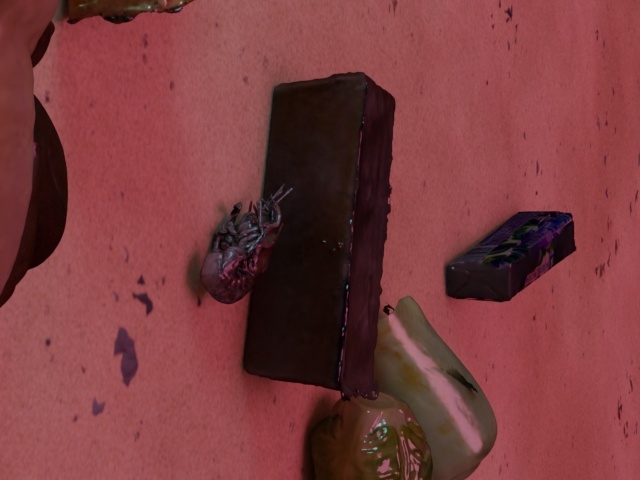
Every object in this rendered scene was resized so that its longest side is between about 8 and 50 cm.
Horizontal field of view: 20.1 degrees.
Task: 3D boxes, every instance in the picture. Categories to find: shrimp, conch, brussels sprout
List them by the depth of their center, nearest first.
[{"bbox_3d":[-0.068,-0.003,1.686,0.065,0.056,0.165,62,34,-37],"label":"shrimp"},{"bbox_3d":[0.059,0.237,1.910,0.155,0.117,0.155,-40,138,-51],"label":"brussels sprout"},{"bbox_3d":[0.115,0.169,2.062,0.143,0.137,0.251,-28,99,-34],"label":"conch"}]

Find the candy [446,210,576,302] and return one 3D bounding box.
[{"bbox_3d":[0.256,0.020,2.376,0.312,0.088,0.061,-29,116,-63],"label":"candy"}]

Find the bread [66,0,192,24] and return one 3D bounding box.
[{"bbox_3d":[-0.115,-0.221,1.465,0.160,0.140,0.169,34,64,-49],"label":"bread"}]

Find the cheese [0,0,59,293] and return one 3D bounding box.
[{"bbox_3d":[-0.309,-0.084,1.023,0.328,0.129,0.351,-4,116,-47],"label":"cheese"}]

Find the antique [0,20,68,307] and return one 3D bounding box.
[{"bbox_3d":[-0.233,-0.090,1.237,0.143,0.121,0.257,-58,143,-68],"label":"antique"}]

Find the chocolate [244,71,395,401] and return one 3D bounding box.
[{"bbox_3d":[0.000,0.000,1.777,0.112,0.111,0.321,28,65,-65],"label":"chocolate"}]
